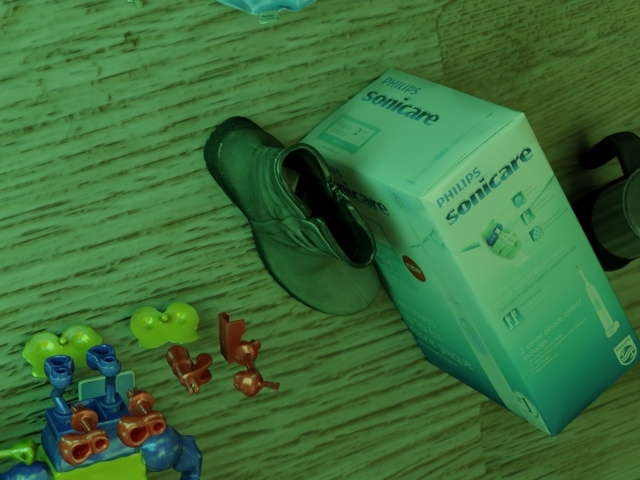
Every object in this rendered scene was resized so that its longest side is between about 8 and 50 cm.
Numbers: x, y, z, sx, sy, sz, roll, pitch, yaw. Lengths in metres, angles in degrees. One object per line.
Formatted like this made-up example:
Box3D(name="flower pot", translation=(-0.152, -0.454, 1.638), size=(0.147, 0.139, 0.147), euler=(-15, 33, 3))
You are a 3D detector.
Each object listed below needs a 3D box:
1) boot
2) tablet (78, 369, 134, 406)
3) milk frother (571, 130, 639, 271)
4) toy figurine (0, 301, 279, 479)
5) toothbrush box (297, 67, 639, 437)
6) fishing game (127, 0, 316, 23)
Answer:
Box3D(name="boot", translation=(0.000, 0.000, 1.545), size=(0.083, 0.161, 0.246), euler=(-45, 122, -10))
Box3D(name="tablet", translation=(-0.192, 0.160, 1.578), size=(0.054, 0.006, 0.083), euler=(-10, 111, -28))
Box3D(name="milk frother", translation=(0.272, -0.023, 1.714), size=(0.143, 0.135, 0.129), euler=(-35, 89, -20))
Box3D(name="toy figurine", translation=(-0.211, 0.214, 1.478), size=(0.362, 0.191, 0.217), euler=(-14, 117, -23))
Box3D(name="toothbrush box", translation=(0.139, 0.007, 1.598), size=(0.126, 0.216, 0.295), euler=(-39, 122, -15))
Box3D(name="fishing game", translation=(-0.040, -0.277, 1.471), size=(0.264, 0.041, 0.189), euler=(-11, 113, -11))
